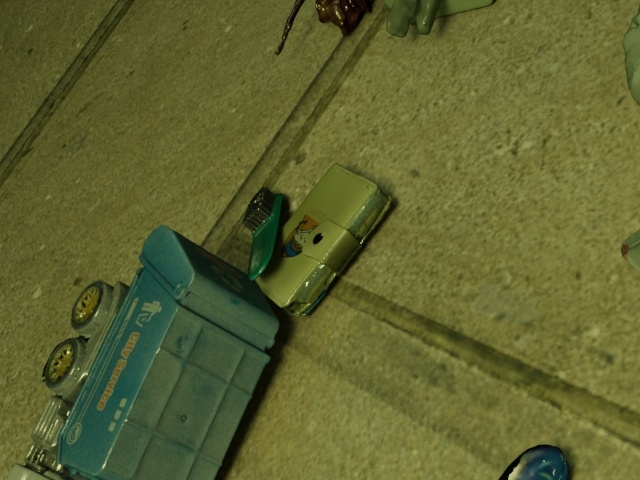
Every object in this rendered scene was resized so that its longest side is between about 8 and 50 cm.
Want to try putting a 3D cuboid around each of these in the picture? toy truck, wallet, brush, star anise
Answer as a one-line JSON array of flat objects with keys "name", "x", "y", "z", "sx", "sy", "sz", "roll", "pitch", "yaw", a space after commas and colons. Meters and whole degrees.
[{"name": "toy truck", "x": -0.181, "y": 0.171, "z": 1.032, "sx": 0.175, "sy": 0.146, "sz": 0.367, "roll": 6, "pitch": 69, "yaw": 53}, {"name": "wallet", "x": 0.000, "y": 0.000, "z": 1.097, "sx": 0.155, "sy": 0.039, "sz": 0.110, "roll": -52, "pitch": 33, "yaw": -3}, {"name": "brush", "x": -0.065, "y": -0.012, "z": 1.130, "sx": 0.043, "sy": 0.032, "sz": 0.193, "roll": -45, "pitch": 14, "yaw": 19}, {"name": "star anise", "x": 0.016, "y": -0.292, "z": 1.311, "sx": 0.191, "sy": 0.070, "sz": 0.097, "roll": -54, "pitch": 39, "yaw": -1}]

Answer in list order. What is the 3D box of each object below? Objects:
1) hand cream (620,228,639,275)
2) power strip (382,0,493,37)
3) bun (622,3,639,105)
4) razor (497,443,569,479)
[{"name": "hand cream", "x": 0.309, "y": 0.064, "z": 0.713, "sx": 0.124, "sy": 0.078, "sz": 0.341, "roll": -39, "pitch": 30, "yaw": 16}, {"name": "power strip", "x": 0.116, "y": -0.324, "z": 1.172, "sx": 0.139, "sy": 0.140, "sz": 0.224, "roll": -2, "pitch": 57, "yaw": 44}, {"name": "bun", "x": 0.309, "y": -0.165, "z": 0.881, "sx": 0.140, "sy": 0.083, "sz": 0.141, "roll": -24, "pitch": 46, "yaw": 28}, {"name": "razor", "x": 0.075, "y": 0.280, "z": 0.772, "sx": 0.324, "sy": 0.093, "sz": 0.056, "roll": -54, "pitch": 1, "yaw": -10}]
